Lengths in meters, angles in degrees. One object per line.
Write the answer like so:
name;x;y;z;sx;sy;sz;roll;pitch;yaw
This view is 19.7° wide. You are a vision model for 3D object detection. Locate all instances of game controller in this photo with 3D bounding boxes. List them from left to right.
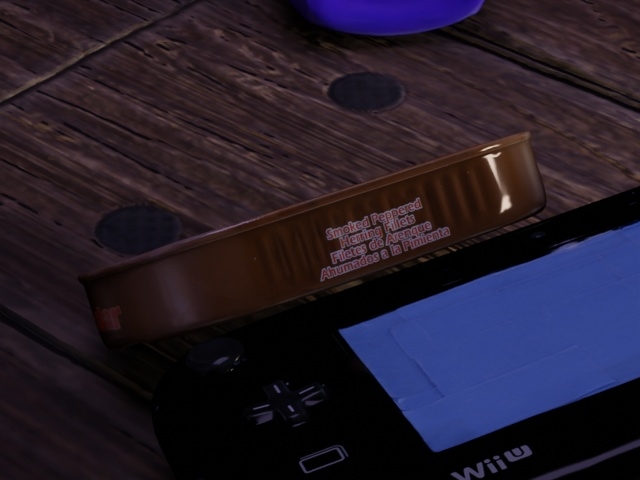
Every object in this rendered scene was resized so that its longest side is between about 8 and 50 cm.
game controller;0.104;0.032;0.624;0.319;0.067;0.166;-20;16;-10

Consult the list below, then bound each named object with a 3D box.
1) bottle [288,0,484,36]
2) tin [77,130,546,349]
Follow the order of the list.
bottle;0.017;-0.213;1.003;0.118;0.092;0.283;-4;35;-8
tin;0.000;0.000;0.708;0.190;0.040;0.106;-18;5;-24
